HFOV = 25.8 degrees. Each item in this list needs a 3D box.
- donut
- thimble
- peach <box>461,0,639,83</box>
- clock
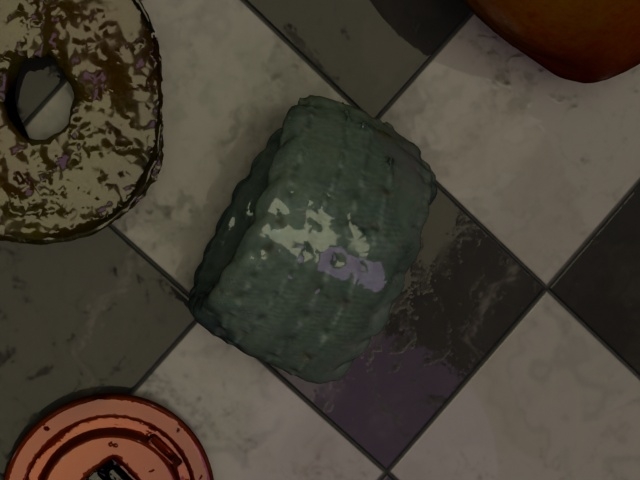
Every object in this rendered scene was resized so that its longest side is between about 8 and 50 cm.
[{"bbox_3d":[-0.263,-0.132,1.286,0.272,0.107,0.272,-1,98,-7],"label":"donut"},{"bbox_3d":[0.000,0.000,1.286,0.171,0.205,0.250,27,94,-11],"label":"thimble"},{"bbox_3d":[0.244,-0.308,1.283,0.289,0.289,0.308,-26,91,-8],"label":"peach"},{"bbox_3d":[-0.203,0.249,1.342,0.205,0.051,0.205,0,93,-10],"label":"clock"}]
